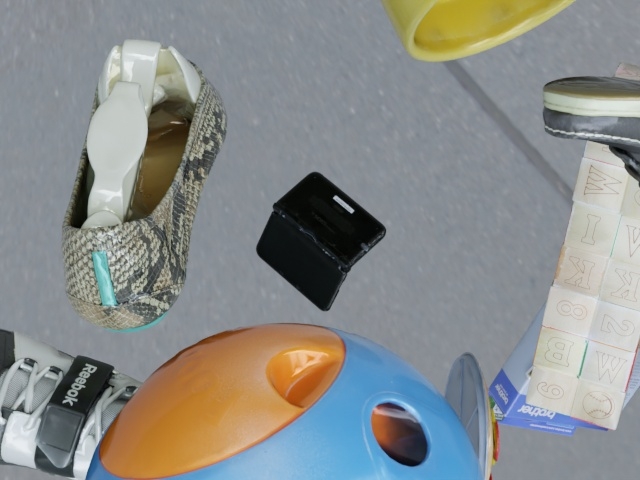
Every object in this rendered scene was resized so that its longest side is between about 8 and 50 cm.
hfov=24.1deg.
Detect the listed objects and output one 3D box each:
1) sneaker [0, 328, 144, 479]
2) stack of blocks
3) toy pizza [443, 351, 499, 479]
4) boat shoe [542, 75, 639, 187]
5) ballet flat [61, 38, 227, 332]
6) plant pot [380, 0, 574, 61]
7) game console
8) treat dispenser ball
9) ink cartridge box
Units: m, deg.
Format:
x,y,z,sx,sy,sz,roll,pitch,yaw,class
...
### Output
x,y,z,sx,sy,sz,roll,pitch,yaw,class
-0.194,0.149,1.272,0.330,0.122,0.146,29,149,-19,sneaker
0.271,-0.003,1.358,0.087,0.171,0.297,16,120,13,stack of blocks
0.165,0.222,1.629,0.032,0.201,0.201,3,113,-8,toy pizza
0.222,-0.054,0.899,0.223,0.080,0.073,2,105,-34,boat shoe
-0.195,-0.110,1.648,0.164,0.483,0.182,-4,128,6,ballet flat
0.148,-0.349,1.542,0.254,0.254,0.239,-27,76,2,plant pot
0.000,0.000,1.750,0.107,0.122,0.071,-42,158,-21,game console
-0.025,0.201,1.051,0.288,0.288,0.288,-4,114,-9,treat dispenser ball
0.344,0.142,1.923,0.185,0.065,0.311,12,122,-32,ink cartridge box
